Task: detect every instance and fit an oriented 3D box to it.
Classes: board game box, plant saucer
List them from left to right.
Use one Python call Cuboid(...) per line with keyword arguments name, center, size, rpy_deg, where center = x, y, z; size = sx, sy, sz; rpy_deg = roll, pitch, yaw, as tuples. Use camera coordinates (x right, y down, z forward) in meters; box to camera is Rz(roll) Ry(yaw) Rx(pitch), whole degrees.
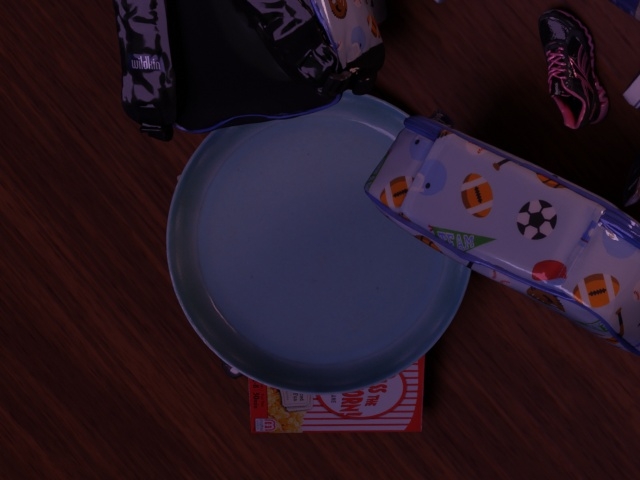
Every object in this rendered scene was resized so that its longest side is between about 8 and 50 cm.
Cuboid(name="plant saucer", center=(0.000, 0.000, 1.771), size=(0.317, 0.044, 0.318), rpy_deg=(0, 93, 3))
Cuboid(name="board game box", center=(0.017, 0.147, 1.872), size=(0.193, 0.045, 0.147), rpy_deg=(-1, 132, 0))

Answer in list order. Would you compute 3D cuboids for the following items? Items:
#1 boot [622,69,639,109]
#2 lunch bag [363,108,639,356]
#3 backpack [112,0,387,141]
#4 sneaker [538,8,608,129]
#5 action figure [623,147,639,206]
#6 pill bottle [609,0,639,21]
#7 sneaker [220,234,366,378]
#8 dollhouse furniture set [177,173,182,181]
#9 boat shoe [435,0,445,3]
Cuboid(name="boot", center=(0.350, -0.166, 1.504), size=(0.086, 0.069, 0.190), rpy_deg=(37, 140, 3))
Cuboid(name="lunch bag", center=(0.196, -0.006, 1.604), size=(0.303, 0.243, 0.115), rpy_deg=(31, 92, 27))
Cuboid(name="backpack", center=(-0.074, -0.258, 1.667), size=(0.276, 0.213, 0.263), rpy_deg=(-9, 116, 31))
Cuboid(name="sneaker", center=(0.230, -0.158, 1.598), size=(0.047, 0.057, 0.119), rpy_deg=(-12, 107, 43))
Cuboid(name="action figure", center=(0.411, -0.014, 1.490), size=(0.285, 0.099, 0.185), rpy_deg=(30, 123, -6))
Cuboid(name="pill bottle", center=(0.249, -0.268, 1.490), size=(0.169, 0.094, 0.094), rpy_deg=(37, 132, 14))
Cuboid(name="sneaker", center=(-0.054, 0.021, 1.907), size=(0.162, 0.106, 0.281), rpy_deg=(50, 124, 9))
Cuboid(name="dollhouse furniture set", center=(-0.093, -0.105, 1.873), size=(0.151, 0.076, 0.059), rpy_deg=(-16, 92, 40))
Cuboid(name="boat shoe", center=(0.134, -0.311, 1.580), size=(0.083, 0.065, 0.183), rpy_deg=(44, 129, 13))
